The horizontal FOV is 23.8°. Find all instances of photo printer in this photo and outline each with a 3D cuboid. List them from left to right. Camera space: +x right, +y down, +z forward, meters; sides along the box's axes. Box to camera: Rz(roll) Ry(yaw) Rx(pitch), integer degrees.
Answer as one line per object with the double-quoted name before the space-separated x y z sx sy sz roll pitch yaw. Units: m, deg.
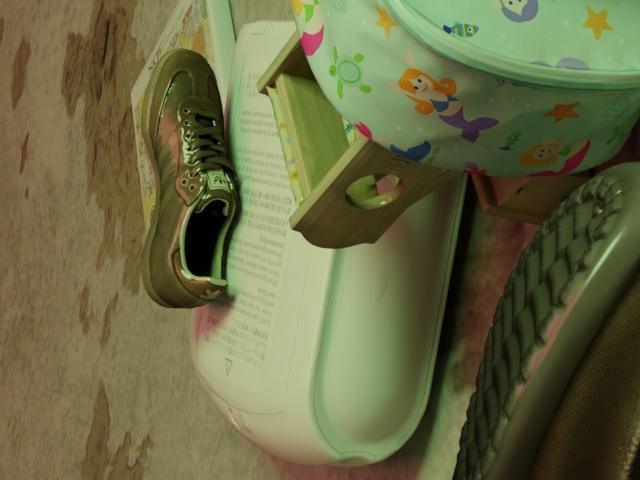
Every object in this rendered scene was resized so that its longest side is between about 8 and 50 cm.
"photo printer" 0.000 0.000 1.068 0.256 0.107 0.307 14 96 65

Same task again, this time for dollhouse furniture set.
"dollhouse furniture set" 0.052 -0.089 0.917 0.101 0.161 0.182 -48 43 41

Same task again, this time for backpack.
"backpack" 0.093 -0.165 0.802 0.191 0.225 0.253 129 137 -54

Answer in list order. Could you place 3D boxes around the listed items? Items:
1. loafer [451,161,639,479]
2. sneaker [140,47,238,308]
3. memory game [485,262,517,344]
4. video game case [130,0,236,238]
"loafer" 0.130 0.133 0.757 0.134 0.130 0.366 -75 1 -64
"sneaker" -0.083 -0.046 1.076 0.071 0.066 0.188 -5 83 48
"memory game" 0.145 0.073 0.857 0.186 0.012 0.186 -30 56 58
"video game case" -0.131 -0.125 1.472 0.206 0.026 0.227 -54 37 44
